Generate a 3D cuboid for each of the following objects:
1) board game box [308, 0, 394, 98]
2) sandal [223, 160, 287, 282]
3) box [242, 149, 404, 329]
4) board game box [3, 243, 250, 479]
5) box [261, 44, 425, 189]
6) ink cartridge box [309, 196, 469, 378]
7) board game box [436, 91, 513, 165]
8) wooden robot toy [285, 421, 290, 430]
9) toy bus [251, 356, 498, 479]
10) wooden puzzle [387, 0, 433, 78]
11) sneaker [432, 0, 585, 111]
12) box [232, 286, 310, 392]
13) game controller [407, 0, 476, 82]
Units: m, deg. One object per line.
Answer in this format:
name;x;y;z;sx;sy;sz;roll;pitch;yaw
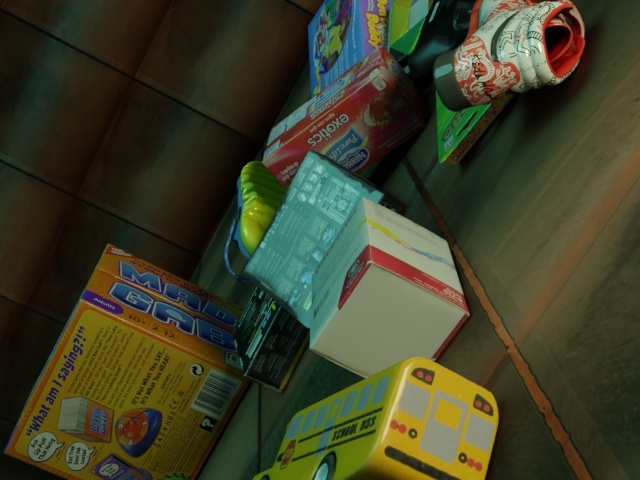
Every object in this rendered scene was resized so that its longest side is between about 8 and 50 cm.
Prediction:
board game box;0.062;-0.353;1.738;0.233;0.078;0.347;133;141;-53
sandal;-0.116;-0.035;1.626;0.138;0.126;0.317;-60;11;31
box;0.000;0.000;1.358;0.183;0.059;0.233;34;100;43
board game box;-0.380;0.281;1.840;0.357;0.356;0.356;-60;13;12
box;0.039;-0.187;1.468;0.256;0.122;0.128;-34;24;24
ink cartridge box;0.071;0.058;0.999;0.128;0.127;0.176;-58;14;23
board game box;0.204;-0.205;1.203;0.124;0.039;0.259;-53;14;32
wooden robot toy;-0.004;0.240;1.050;0.173;0.079;0.076;-50;18;48
toy bus;0.032;0.223;0.870;0.332;0.108;0.130;-42;24;59
wooden puzzle;0.178;-0.387;1.516;0.221;0.044;0.239;-32;40;49
sneaker;0.241;-0.239;1.025;0.145;0.090;0.270;-10;27;35
box;-0.043;0.075;1.546;0.322;0.079;0.257;-63;15;3
game controller;0.216;-0.353;1.291;0.166;0.067;0.319;-41;18;45
